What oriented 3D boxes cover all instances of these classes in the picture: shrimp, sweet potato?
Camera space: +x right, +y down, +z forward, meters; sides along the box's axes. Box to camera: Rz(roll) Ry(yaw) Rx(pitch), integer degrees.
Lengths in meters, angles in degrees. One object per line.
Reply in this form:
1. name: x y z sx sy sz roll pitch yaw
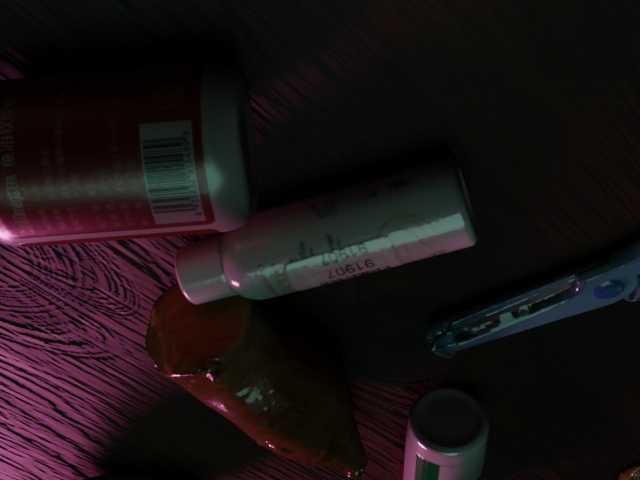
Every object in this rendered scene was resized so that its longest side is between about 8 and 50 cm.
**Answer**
1. shrimp: 0.417 0.301 1.202 0.059 0.023 0.108 11 135 -1
2. sweet potato: -0.029 0.161 0.966 0.131 0.131 0.337 -27 132 24

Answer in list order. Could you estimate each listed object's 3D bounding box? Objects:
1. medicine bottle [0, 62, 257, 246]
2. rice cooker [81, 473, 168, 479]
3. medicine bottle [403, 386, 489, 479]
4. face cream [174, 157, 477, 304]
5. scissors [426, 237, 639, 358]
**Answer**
1. medicine bottle: -0.178 -0.064 0.719 0.250 0.131 0.131 -4 136 2
2. rice cooker: -0.245 0.365 1.155 0.206 0.145 0.127 6 123 -4
3. medicine bottle: 0.145 0.284 1.120 0.095 0.095 0.260 -1 135 -1
4. face cream: 0.000 0.000 0.828 0.269 0.082 0.082 -16 134 13
5. scissors: 0.289 0.041 0.917 0.393 0.032 0.180 -21 133 17
